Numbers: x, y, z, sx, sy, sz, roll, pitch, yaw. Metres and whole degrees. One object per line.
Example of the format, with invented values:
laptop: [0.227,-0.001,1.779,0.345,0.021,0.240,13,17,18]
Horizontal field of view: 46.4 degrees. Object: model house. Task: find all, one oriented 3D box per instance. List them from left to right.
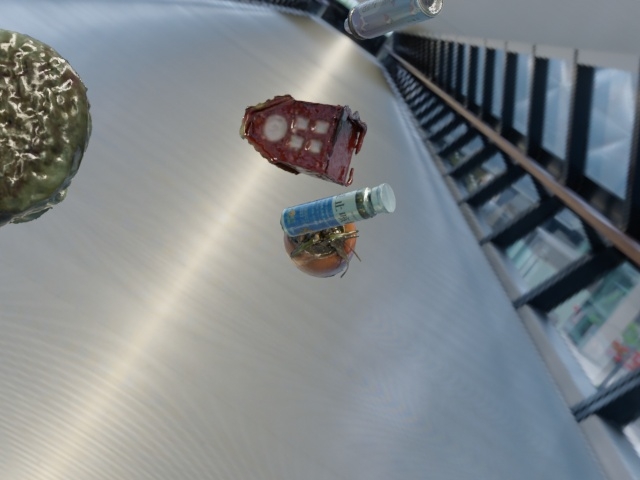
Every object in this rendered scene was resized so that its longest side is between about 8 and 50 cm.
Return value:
model house: [-0.051,-0.224,1.637,0.254,0.160,0.196,12,0,18]

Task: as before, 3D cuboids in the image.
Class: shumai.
shumai: [-0.627,-0.202,1.429,0.395,0.395,0.348,32,-5,-14]

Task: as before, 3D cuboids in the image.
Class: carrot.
carrot: [0.000,0.000,1.959,0.331,0.193,0.214,81,-2,-76]

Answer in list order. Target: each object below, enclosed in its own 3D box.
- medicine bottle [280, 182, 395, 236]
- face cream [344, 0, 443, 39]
medicine bottle: [0.025,-0.047,1.183,0.051,0.191,0.051,26,58,-50]
face cream: [0.132,-0.442,1.450,0.075,0.075,0.229,26,-17,-34]
